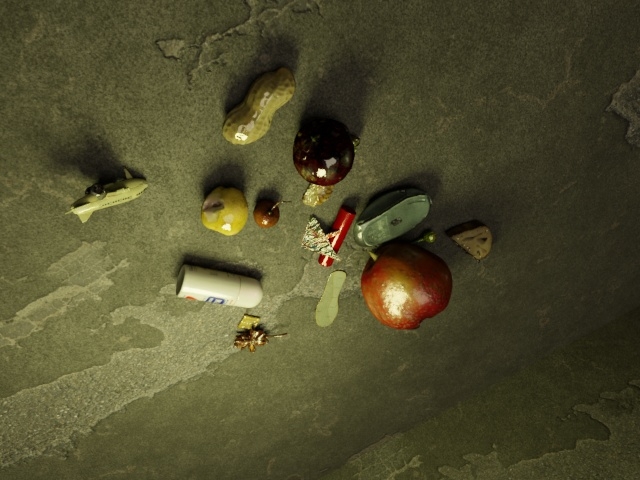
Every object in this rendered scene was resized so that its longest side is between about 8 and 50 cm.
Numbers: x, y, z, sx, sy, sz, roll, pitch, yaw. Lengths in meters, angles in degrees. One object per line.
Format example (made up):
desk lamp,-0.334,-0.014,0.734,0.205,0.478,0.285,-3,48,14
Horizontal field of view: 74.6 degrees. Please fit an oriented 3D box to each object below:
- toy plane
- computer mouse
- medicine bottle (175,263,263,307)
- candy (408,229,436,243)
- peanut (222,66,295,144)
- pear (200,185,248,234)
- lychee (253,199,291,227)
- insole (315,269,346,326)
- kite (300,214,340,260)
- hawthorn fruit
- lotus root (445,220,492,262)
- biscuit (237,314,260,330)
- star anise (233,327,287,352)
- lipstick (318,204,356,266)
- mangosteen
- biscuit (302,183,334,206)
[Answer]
toy plane,-0.681,-0.146,1.349,0.256,0.242,0.104,-44,112,-33
computer mouse,0.290,-0.104,1.762,0.374,0.114,0.203,-24,125,-13
medicine bottle,-0.396,0.191,1.697,0.341,0.130,0.130,15,117,-29
candy,0.439,0.004,1.937,0.194,0.058,0.062,-20,160,5
peanut,-0.194,-0.429,1.358,0.298,0.120,0.136,-47,149,13
pear,-0.338,-0.108,1.498,0.178,0.178,0.178,-10,125,-14
lychee,-0.198,-0.108,1.583,0.114,0.101,0.140,-27,151,-42
insole,0.047,0.284,2.000,0.119,0.009,0.348,3,122,-21
kite,0.000,0.000,1.744,0.189,0.009,0.232,-22,107,24
hawthorn fruit,0.349,0.179,1.835,0.403,0.403,0.402,-10,125,-14
lotus root,0.730,-0.009,2.013,0.170,0.074,0.261,-43,125,10
biscuit,-0.327,0.376,1.918,0.083,0.018,0.081,18,115,-30
star anise,-0.293,0.465,1.954,0.234,0.073,0.177,15,134,-27
lipstick,0.066,-0.013,1.765,0.073,0.073,0.279,10,120,-26
mangosteen,0.041,-0.312,1.472,0.289,0.231,0.231,-16,130,-37
biscuit,0.002,-0.210,1.615,0.118,0.061,0.183,-1,123,-21
